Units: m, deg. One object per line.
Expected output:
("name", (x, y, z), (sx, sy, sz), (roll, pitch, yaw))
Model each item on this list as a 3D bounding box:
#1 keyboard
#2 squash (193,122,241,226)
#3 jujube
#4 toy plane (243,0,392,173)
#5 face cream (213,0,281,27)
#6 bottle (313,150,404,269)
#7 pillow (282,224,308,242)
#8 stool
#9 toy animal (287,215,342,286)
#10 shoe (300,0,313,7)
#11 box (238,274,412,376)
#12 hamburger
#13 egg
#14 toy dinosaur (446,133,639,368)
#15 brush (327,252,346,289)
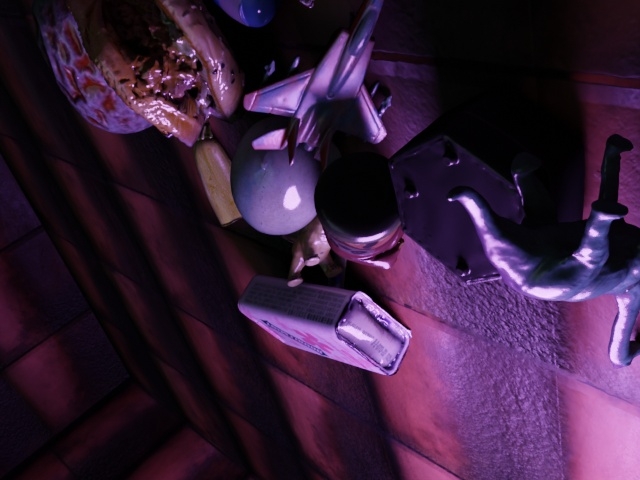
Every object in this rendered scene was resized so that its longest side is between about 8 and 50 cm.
("keyboard", (-0.046, -0.238, 1.129), (0.231, 0.023, 0.072), (39, 156, 22))
("squash", (-0.210, -0.148, 1.417), (0.094, 0.094, 0.224), (-8, 108, 57))
("jujube", (-0.419, -0.357, 1.319), (0.246, 0.215, 0.308), (8, 131, 52))
("toy plane", (0.022, -0.235, 0.939), (0.104, 0.222, 0.326), (-101, 30, -49))
("face cream", (-0.162, -0.426, 1.014), (0.264, 0.083, 0.149), (47, 164, 7))
("bottle", (0.071, -0.032, 1.047), (0.271, 0.143, 0.156), (72, 179, -77))
("pillow", (-0.073, -0.077, 1.334), (0.135, 0.034, 0.211), (17, 138, 41))
("stool", (0.205, -0.063, 0.849), (0.232, 0.141, 0.232), (35, 148, 27))
("toy animal", (0.000, 0.000, 1.255), (0.219, 0.103, 0.101), (125, 136, -59))
("shoe", (0.016, -0.369, 0.819), (0.089, 0.092, 0.180), (42, 150, 17))
("box", (0.001, 0.164, 1.387), (0.190, 0.112, 0.369), (40, 159, -33))
("hamburger", (-0.257, -0.309, 1.077), (0.318, 0.195, 0.277), (54, 176, -4))
("egg", (-0.069, -0.106, 1.148), (0.169, 0.169, 0.237), (38, 145, 23))
("toy dinosaur", (0.269, 0.061, 0.757), (0.129, 0.383, 0.331), (-120, 30, -47))
("brush", (0.032, 0.049, 1.335), (0.033, 0.030, 0.179), (47, 153, 29))
